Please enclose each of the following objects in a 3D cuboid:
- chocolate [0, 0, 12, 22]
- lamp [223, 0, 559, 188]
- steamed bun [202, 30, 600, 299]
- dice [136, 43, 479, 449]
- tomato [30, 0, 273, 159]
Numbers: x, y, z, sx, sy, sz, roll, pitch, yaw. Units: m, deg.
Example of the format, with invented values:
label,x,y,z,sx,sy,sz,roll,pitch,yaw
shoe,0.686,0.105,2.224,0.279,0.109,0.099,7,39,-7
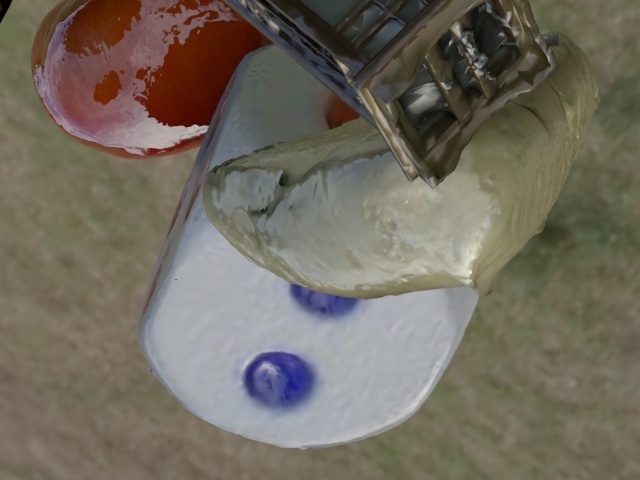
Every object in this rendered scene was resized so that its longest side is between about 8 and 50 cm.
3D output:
label,x,y,z,sx,sy,sz,roll,pitch,yaw
chocolate,-0.396,-0.238,1.381,0.331,0.383,0.383,38,152,13
lamp,-0.037,-0.160,0.860,0.325,0.090,0.089,43,174,30
steamed bun,0.053,-0.020,0.964,0.212,0.231,0.110,-86,-26,-79
dice,0.000,0.000,1.514,0.243,0.259,0.251,19,126,-10
tomato,-0.133,-0.178,1.680,0.260,0.260,0.180,-2,117,50
